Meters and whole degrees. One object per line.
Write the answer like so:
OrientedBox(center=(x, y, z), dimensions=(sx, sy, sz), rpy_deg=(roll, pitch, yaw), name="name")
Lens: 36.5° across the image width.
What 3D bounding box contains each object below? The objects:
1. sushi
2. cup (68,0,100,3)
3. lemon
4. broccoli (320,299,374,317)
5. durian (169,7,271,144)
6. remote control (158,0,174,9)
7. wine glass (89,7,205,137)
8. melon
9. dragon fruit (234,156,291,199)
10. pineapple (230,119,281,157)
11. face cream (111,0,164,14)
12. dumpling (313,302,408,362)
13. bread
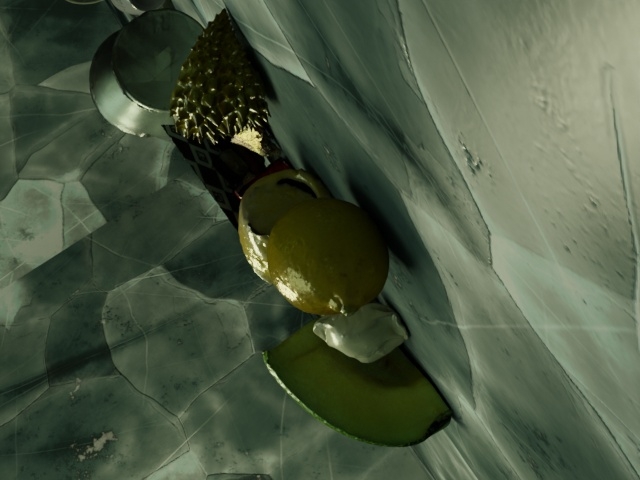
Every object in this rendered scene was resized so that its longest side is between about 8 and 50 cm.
OrientedBox(center=(-0.172, -0.158, 2.086), dimensions=(0.294, 0.059, 0.292), rpy_deg=(53, -156, 7), name="sushi")
OrientedBox(center=(-0.535, -0.683, 2.247), dimensions=(0.258, 0.186, 0.234), rpy_deg=(16, -139, -56), name="cup")
OrientedBox(center=(0.013, 0.027, 1.477), dimensions=(0.187, 0.187, 0.244), rpy_deg=(61, 180, -33), name="lemon")
OrientedBox(center=(0.062, 0.101, 1.921), dimensions=(0.204, 0.118, 0.122), rpy_deg=(112, 156, -63), name="broccoli")
OrientedBox(center=(-0.174, -0.255, 1.672), dimensions=(0.306, 0.172, 0.166), rpy_deg=(51, -152, -75), name="durian")
OrientedBox(center=(-0.386, -0.585, 2.076), dimensions=(0.123, 0.038, 0.285), rpy_deg=(51, 172, 36), name="remote control")
OrientedBox(center=(-0.347, -0.359, 2.051), dimensions=(0.267, 0.267, 0.406), rpy_deg=(58, 168, -10), name="wine glass")
OrientedBox(center=(0.103, 0.289, 2.021), dimensions=(0.331, 0.226, 0.343), rpy_deg=(-11, -120, -53), name="melon")
OrientedBox(center=(-0.083, -0.079, 1.959), dimensions=(0.161, 0.120, 0.127), rpy_deg=(52, 178, 7), name="dragon fruit")
OrientedBox(center=(-0.129, -0.202, 1.923), dimensions=(0.114, 0.077, 0.114), rpy_deg=(44, 178, -3), name="pineapple")
OrientedBox(center=(-0.371, -0.515, 1.963), dimensions=(0.104, 0.117, 0.117), rpy_deg=(32, 156, 52), name="face cream")
OrientedBox(center=(0.080, 0.186, 1.877), dimensions=(0.100, 0.169, 0.134), rpy_deg=(-111, 0, -48), name="dumpling")
OrientedBox(center=(-0.055, -0.025, 1.763), dimensions=(0.197, 0.197, 0.170), rpy_deg=(54, 166, 19), name="bread")
